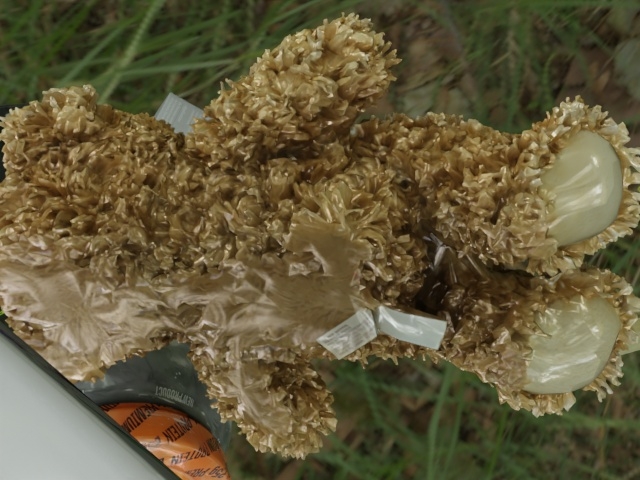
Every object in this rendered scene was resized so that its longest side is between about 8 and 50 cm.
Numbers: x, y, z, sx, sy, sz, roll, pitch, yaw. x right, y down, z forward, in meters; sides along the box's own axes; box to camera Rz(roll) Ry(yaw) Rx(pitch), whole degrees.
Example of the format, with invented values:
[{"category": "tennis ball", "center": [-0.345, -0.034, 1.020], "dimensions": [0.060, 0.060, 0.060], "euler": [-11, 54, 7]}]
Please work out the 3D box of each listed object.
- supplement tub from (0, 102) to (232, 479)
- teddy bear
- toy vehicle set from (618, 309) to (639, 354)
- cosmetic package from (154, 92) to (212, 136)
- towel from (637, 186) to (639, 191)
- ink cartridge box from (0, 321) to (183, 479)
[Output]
[{"category": "supplement tub", "center": [-0.174, 0.070, 0.955], "dimensions": [0.193, 0.316, 0.193], "euler": [-13, 133, -14]}, {"category": "teddy bear", "center": [0.000, 0.000, 0.754], "dimensions": [0.338, 0.113, 0.245], "euler": [-12, 124, 19]}, {"category": "toy vehicle set", "center": [0.336, 0.112, 1.737], "dimensions": [0.166, 0.267, 0.035], "euler": [-12, 87, 41]}, {"category": "cosmetic package", "center": [-0.100, -0.041, 1.606], "dimensions": [0.238, 0.127, 0.107], "euler": [32, 143, -10]}, {"category": "towel", "center": [0.411, -0.118, 1.407], "dimensions": [0.237, 0.102, 0.021], "euler": [-52, 45, 18]}, {"category": "ink cartridge box", "center": [-0.145, 0.124, 0.466], "dimensions": [0.278, 0.117, 0.201], "euler": [31, 78, 43]}]
